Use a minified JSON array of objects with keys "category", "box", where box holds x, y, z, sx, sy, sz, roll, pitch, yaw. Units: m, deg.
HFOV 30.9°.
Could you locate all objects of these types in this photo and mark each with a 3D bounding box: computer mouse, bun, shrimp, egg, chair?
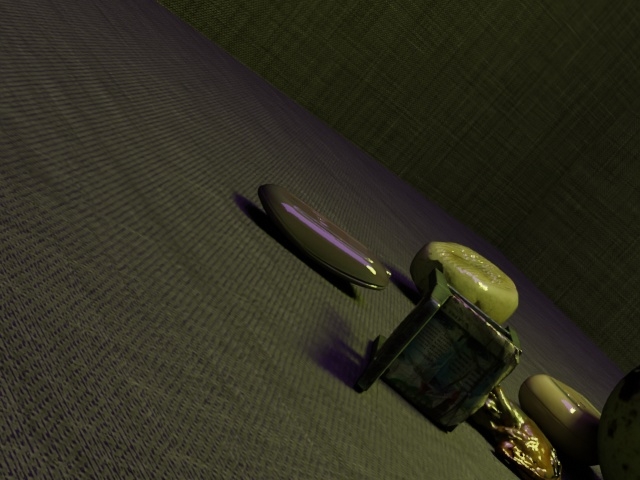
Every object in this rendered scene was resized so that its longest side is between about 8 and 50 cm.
[{"category":"computer mouse","box":[-0.001,0.001,1.665,0.232,0.057,0.120,36,11,-17]},{"category":"computer mouse","box":[0.392,0.288,1.840,0.145,0.082,0.236,47,10,35]},{"category":"bun","box":[0.240,0.088,2.038,0.193,0.128,0.178,18,22,-39]},{"category":"shrimp","box":[0.222,0.221,1.531,0.262,0.066,0.117,40,9,3]},{"category":"egg","box":[0.572,0.332,1.720,0.379,0.287,0.287,42,8,-25]},{"category":"chair","box":[0.147,0.139,1.377,0.147,0.136,0.270,40,8,0]}]
